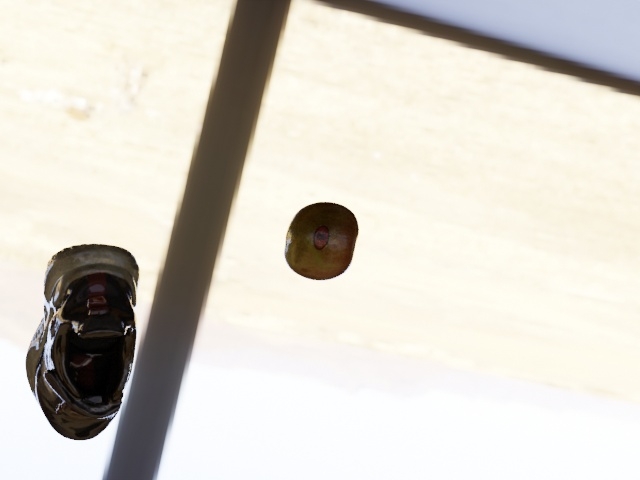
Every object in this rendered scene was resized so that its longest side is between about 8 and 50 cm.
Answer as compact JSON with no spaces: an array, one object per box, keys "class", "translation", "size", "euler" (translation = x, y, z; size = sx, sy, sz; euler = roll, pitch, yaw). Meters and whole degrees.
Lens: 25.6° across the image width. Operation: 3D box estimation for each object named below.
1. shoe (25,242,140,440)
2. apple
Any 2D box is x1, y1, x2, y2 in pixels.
[{"class":"shoe","translation":[-0.211,0.112,1.268],"size":[0.099,0.227,0.112],"euler":[2,-145,-16]},{"class":"apple","translation":[0.000,0.000,1.401],"size":[0.071,0.084,0.084],"euler":[12,177,-3]}]
